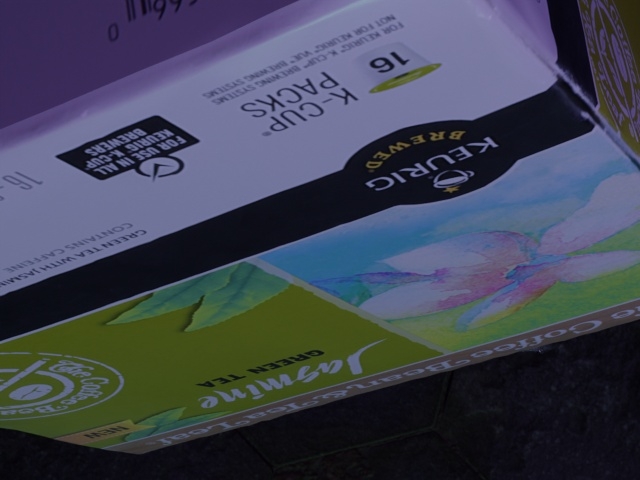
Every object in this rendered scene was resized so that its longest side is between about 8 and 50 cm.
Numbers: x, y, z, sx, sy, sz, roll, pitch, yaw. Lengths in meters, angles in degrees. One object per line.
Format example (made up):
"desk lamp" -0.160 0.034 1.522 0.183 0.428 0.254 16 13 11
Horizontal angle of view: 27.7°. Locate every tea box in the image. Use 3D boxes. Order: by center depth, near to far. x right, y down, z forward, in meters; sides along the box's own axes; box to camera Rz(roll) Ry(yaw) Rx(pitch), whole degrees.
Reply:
"tea box" -0.047 -0.071 0.518 0.329 0.220 0.323 -19 157 25

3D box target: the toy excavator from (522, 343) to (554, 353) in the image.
"toy excavator" 0.000 0.000 1.178 0.432 0.222 0.445 -2 175 6
